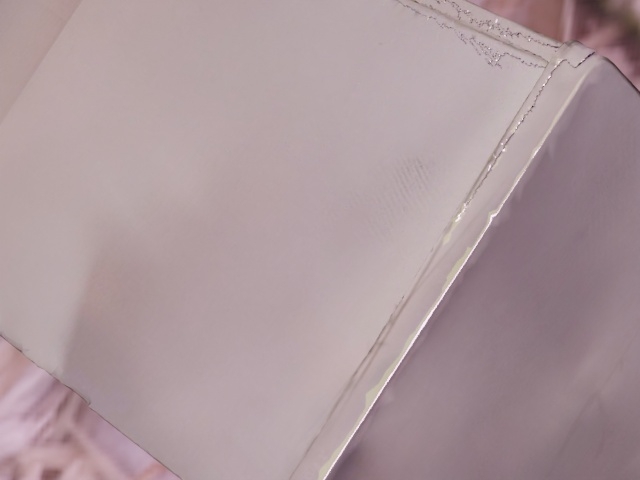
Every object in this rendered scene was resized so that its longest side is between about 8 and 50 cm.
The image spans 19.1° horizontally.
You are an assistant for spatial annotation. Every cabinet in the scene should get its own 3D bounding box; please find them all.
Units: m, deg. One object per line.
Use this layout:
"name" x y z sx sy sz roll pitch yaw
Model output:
"cabinet" 0.000 0.000 0.569 0.206 0.145 0.150 31 87 40
